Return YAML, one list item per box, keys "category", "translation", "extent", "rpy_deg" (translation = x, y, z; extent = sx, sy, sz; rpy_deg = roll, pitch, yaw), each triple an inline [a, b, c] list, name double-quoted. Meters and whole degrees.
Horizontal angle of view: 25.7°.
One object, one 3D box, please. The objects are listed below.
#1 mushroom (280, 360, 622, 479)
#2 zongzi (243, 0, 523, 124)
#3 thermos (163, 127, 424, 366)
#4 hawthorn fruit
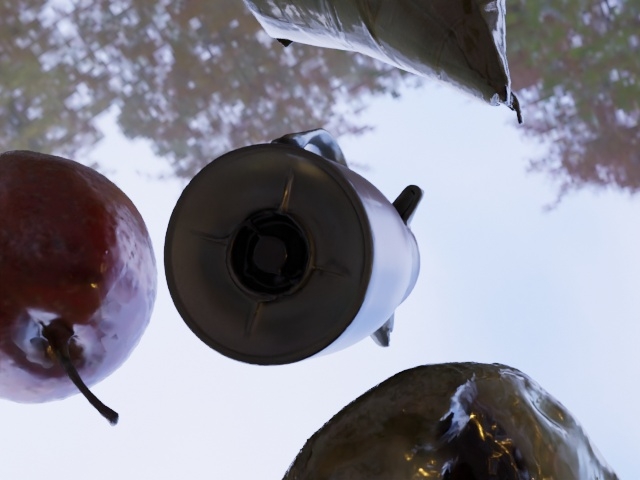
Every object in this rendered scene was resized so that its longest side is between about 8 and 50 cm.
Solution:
- category: "mushroom"
  translation: [0.054, 0.196, 0.922]
  extent: [0.217, 0.292, 0.212]
  rpy_deg: [-19, -113, 43]
- category: "zongzi"
  translation: [0.153, -0.338, 1.283]
  extent: [0.447, 0.181, 0.418]
  rpy_deg: [-52, -136, -4]
- category: "thermos"
  translation: [0.000, 0.000, 1.034]
  extent: [0.145, 0.265, 0.177]
  rpy_deg: [-15, -95, 16]
- category: "hawthorn fruit"
  translation: [-0.263, 0.029, 1.289]
  extent: [0.231, 0.235, 0.263]
  rpy_deg: [-66, -170, -18]
